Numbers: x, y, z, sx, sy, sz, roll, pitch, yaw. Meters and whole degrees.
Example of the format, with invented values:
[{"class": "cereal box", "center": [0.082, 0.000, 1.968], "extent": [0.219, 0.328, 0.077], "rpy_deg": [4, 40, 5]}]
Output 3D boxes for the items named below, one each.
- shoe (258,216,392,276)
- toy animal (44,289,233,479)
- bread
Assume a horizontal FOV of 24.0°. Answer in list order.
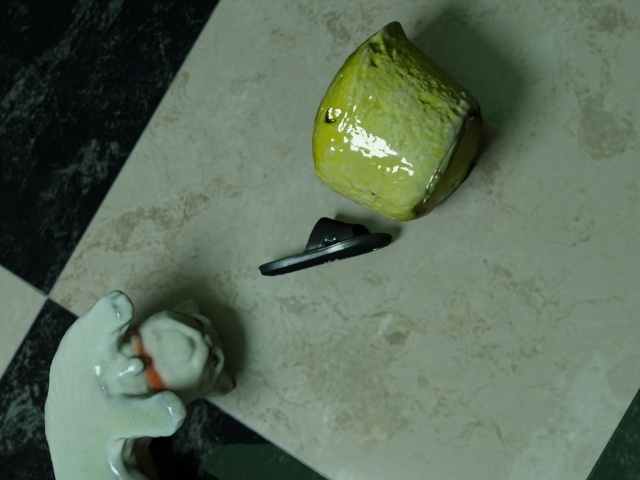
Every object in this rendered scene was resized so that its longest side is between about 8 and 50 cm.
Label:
[{"class": "shoe", "center": [0.000, 0.000, 1.724], "extent": [0.159, 0.062, 0.053], "rpy_deg": [-18, 74, 17]}, {"class": "toy animal", "center": [-0.188, 0.226, 1.710], "extent": [0.266, 0.188, 0.308], "rpy_deg": [-35, 83, 30]}, {"class": "bread", "center": [0.083, -0.125, 1.655], "extent": [0.170, 0.197, 0.197], "rpy_deg": [33, 91, 12]}]
